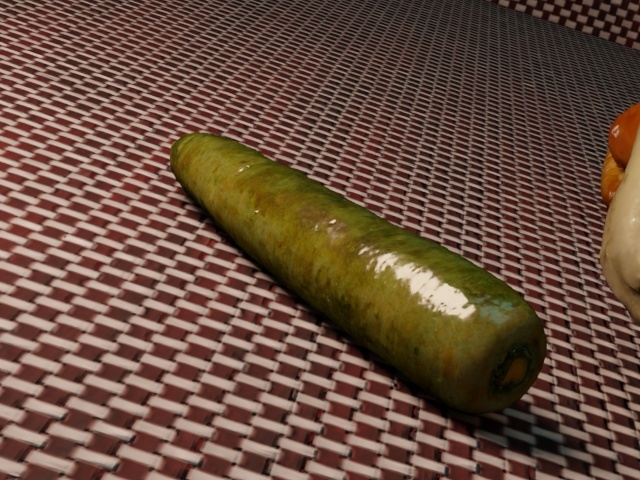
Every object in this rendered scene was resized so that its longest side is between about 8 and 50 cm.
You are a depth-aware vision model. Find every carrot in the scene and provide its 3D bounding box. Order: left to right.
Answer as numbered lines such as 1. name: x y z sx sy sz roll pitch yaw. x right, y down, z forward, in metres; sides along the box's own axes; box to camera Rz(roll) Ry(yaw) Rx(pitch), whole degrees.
1. carrot: 0.000 0.000 0.949 0.074 0.074 0.358 5 19 -38

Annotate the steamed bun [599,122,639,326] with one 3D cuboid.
1. steamed bun: 0.343 0.013 0.917 0.372 0.325 0.230 41 -7 39

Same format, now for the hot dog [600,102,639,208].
1. hot dog: 0.346 -0.046 1.363 0.257 0.150 0.153 28 8 31
